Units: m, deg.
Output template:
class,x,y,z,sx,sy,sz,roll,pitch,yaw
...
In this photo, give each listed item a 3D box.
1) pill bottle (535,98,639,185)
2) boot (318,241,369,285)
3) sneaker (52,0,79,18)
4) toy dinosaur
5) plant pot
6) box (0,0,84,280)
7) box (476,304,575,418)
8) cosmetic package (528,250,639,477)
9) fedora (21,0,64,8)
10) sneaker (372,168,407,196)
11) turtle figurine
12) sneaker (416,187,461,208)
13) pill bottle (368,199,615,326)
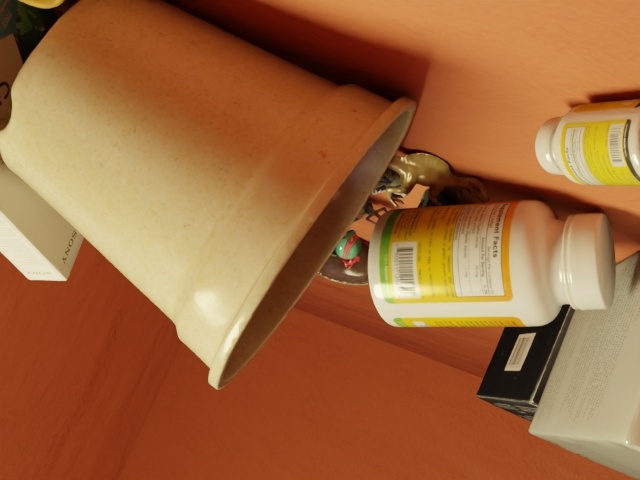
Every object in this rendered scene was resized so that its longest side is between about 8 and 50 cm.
class,x,y,z,sx,sy,sz,roll,pitch,yaw
pill bottle,0.221,-0.074,0.720,0.065,0.065,0.116,29,170,-27
boot,-0.013,-0.002,1.640,0.248,0.090,0.207,26,174,13
sneaker,-0.286,-0.230,1.123,0.071,0.066,0.188,23,171,3
toy dinosaur,0.107,-0.079,1.084,0.183,0.053,0.092,17,156,-1
plant pot,-0.125,-0.078,0.922,0.305,0.334,0.334,34,172,5
box,-0.323,-0.135,0.986,0.058,0.232,0.322,3,149,19
box,0.468,0.246,1.556,0.312,0.179,0.343,25,171,-1
cosmetic package,0.379,0.140,1.028,0.161,0.230,0.453,23,172,6
fedora,-0.260,-0.262,0.835,0.194,0.079,0.194,24,171,4
sneaker,0.060,-0.078,1.132,0.052,0.058,0.135,15,168,45
turtle figurine,-0.008,-0.040,1.328,0.234,0.118,0.175,29,179,21
sneaker,0.160,0.011,1.252,0.106,0.101,0.267,21,171,3
pill bottle,0.188,0.026,1.032,0.246,0.136,0.136,-3,158,28
